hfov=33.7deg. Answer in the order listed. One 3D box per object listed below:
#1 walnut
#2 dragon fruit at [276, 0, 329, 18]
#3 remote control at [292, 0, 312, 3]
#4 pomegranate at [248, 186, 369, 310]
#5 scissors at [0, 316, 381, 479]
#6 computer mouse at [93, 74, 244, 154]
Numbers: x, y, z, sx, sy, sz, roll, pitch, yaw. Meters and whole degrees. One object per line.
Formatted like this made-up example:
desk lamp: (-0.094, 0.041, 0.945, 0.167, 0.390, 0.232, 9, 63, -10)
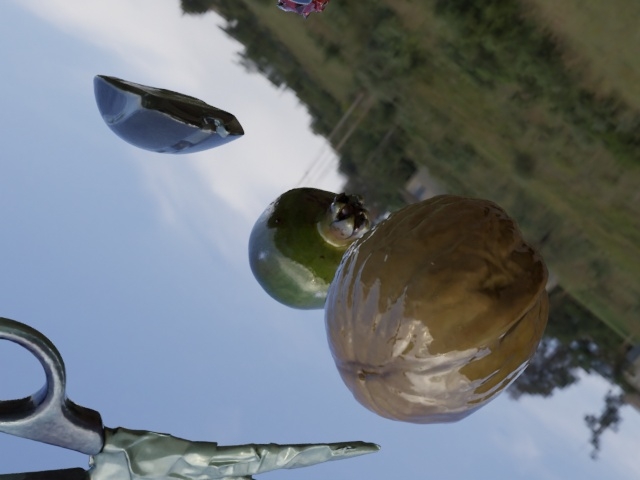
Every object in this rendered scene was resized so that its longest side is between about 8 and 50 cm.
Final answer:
walnut: (0.125, 0.068, 1.089, 0.225, 0.225, 0.261, 42, -124, 19)
dragon fruit: (-0.031, -0.481, 1.959, 0.142, 0.130, 0.121, 38, 156, 43)
remote control: (-0.055, -0.303, 1.139, 0.072, 0.042, 0.222, 32, -175, 13)
pomegranate: (-0.006, 0.014, 1.481, 0.179, 0.179, 0.210, 33, 173, -18)
scissors: (-0.133, 0.180, 0.829, 0.384, 0.256, 0.029, 11, -148, -26)
computer mouse: (-0.207, -0.158, 1.454, 0.167, 0.090, 0.379, 9, -171, -30)
